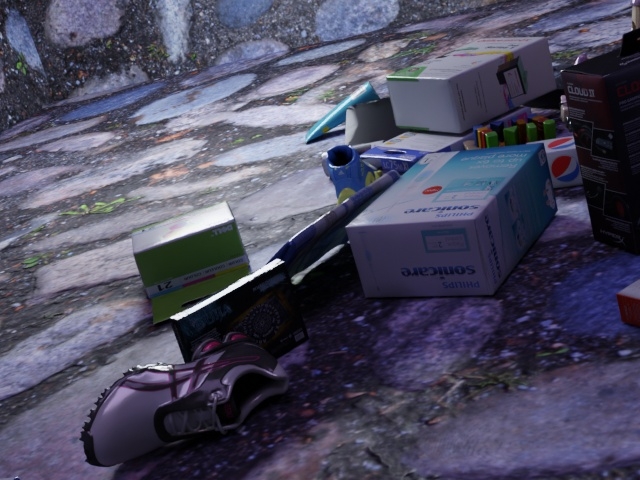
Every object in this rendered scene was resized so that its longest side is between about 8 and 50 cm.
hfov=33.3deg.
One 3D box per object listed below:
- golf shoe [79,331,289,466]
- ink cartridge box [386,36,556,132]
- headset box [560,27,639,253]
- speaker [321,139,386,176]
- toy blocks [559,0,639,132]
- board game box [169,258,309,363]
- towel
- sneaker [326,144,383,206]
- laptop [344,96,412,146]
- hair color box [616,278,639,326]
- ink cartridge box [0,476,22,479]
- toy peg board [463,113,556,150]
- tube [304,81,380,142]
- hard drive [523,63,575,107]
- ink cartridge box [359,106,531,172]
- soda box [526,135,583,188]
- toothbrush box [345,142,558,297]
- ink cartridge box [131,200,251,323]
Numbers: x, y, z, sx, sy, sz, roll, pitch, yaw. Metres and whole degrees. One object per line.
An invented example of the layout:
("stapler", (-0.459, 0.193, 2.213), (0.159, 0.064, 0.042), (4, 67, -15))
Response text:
("golf shoe", (-0.169, 0.202, 1.340), (0.272, 0.105, 0.120), (-29, 30, -30))
("ink cartridge box", (0.307, -0.320, 2.174), (0.278, 0.117, 0.201), (-26, 22, -29))
("headset box", (0.476, -0.161, 1.512), (0.218, 0.293, 0.110), (-21, 20, -16))
("speaker", (0.075, -0.169, 2.222), (0.136, 0.055, 0.055), (-9, 21, 19))
("toy blocks", (0.580, -0.349, 1.899), (0.308, 0.260, 0.289), (-1, 21, 2))
("board game box", (-0.108, 0.121, 1.470), (0.186, 0.126, 0.026), (-28, 22, -31))
("towel", (0.000, 0.000, 1.699), (0.285, 0.034, 0.209), (-35, -9, -43))
("sneaker", (0.066, -0.136, 2.029), (0.091, 0.126, 0.240), (-13, 20, 9))
("laptop", (0.189, -0.263, 2.448), (0.234, 0.137, 0.264), (-10, -5, 16))
("hair color box", (0.429, 0.079, 1.270), (0.072, 0.043, 0.141), (-26, 20, -25))
("ink cartridge box", (-0.453, 0.375, 1.148), (0.330, 0.072, 0.324), (-12, 19, 18))
("toy peg board", (0.355, -0.190, 1.957), (0.161, 0.079, 0.161), (-11, 28, -2))
("tube", (0.045, -0.302, 2.569), (0.207, 0.052, 0.080), (-34, 9, 10))
("hard drive", (0.549, -0.332, 2.278), (0.172, 0.054, 0.254), (-31, 24, -35))
("ink cartridge box", (0.251, -0.195, 2.138), (0.311, 0.065, 0.185), (-24, 21, -29))
("soda box", (0.451, -0.139, 1.810), (0.216, 0.069, 0.074), (-8, 21, 25))
("toothbrush box", (0.207, -0.033, 1.636), (0.216, 0.126, 0.295), (-3, 25, 34))
("ink cartridge box", (-0.221, 0.032, 1.847), (0.188, 0.097, 0.255), (-19, 19, -6))
